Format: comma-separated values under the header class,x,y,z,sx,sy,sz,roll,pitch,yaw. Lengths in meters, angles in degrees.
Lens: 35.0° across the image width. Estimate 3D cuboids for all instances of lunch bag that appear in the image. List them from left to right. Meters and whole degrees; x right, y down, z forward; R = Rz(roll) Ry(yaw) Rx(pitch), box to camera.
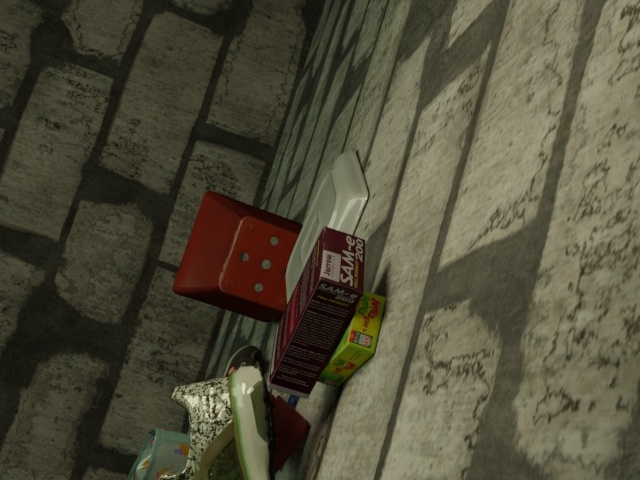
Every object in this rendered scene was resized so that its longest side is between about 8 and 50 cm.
class,x,y,z,sx,sy,sz,roll,pitch,yaw
lunch bag,-0.307,0.531,2.301,0.160,0.223,0.262,-96,27,-55

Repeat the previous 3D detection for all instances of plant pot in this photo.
class,x,y,z,sx,sy,sz,roll,pitch,yaw
plant pot,-0.164,0.047,2.412,0.236,0.267,0.267,8,79,69

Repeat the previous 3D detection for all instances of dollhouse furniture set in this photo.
class,x,y,z,sx,sy,sz,roll,pitch,yaw
dollhouse furniture set,-0.195,0.411,1.759,0.374,0.152,0.201,-53,5,-13

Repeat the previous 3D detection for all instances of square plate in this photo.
class,x,y,z,sx,sy,sz,roll,pitch,yaw
square plate,0.000,0.000,2.091,0.344,0.049,0.347,-98,30,-70

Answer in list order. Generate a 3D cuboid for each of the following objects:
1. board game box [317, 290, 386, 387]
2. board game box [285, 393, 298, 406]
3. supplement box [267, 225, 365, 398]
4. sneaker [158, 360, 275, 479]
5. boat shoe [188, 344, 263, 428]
class,x,y,z,sx,sy,sz,roll,pitch,yaw
board game box,0.043,0.153,1.552,0.181,0.043,0.092,126,162,-61
board game box,-0.042,0.255,1.930,0.090,0.020,0.090,-91,21,-64
supplement box,-0.007,0.113,1.555,0.130,0.073,0.239,-85,16,-52
sneaker,-0.159,0.399,1.590,0.158,0.182,0.410,80,-174,-72
boat shoe,-0.188,0.350,2.355,0.335,0.095,0.112,-47,-45,-58
